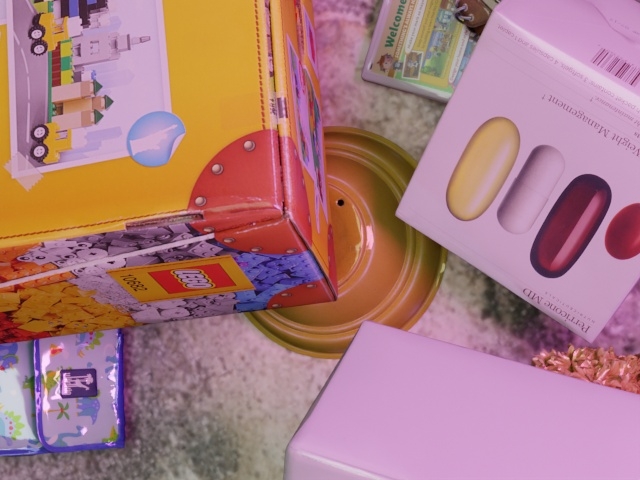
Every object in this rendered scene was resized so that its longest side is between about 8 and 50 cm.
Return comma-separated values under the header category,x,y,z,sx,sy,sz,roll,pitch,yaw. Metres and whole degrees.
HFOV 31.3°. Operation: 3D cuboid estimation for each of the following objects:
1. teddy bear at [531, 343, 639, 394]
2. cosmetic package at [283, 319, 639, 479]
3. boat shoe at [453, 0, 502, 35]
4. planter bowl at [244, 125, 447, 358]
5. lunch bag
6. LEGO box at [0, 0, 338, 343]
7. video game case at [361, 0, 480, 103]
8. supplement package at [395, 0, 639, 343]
category,x,y,z,sx,sy,sz,roll,pitch,yaw
teddy bear,0.223,0.163,0.892,0.338,0.113,0.245,-7,130,14
cosmetic package,0.089,0.307,0.842,0.230,0.161,0.453,15,123,14
boat shoe,0.148,-0.209,0.979,0.183,0.066,0.066,36,98,13
planter bowl,0.000,0.000,1.019,0.217,0.090,0.217,-1,88,14
lunch bag,-0.261,0.138,1.080,0.151,0.096,0.129,-3,84,0
LEGO box,-0.199,-0.191,0.924,0.372,0.193,0.500,-7,69,8
video game case,0.157,-0.221,1.024,0.193,0.023,0.212,17,93,14
supplement package,0.200,-0.072,0.897,0.194,0.149,0.203,33,130,12
